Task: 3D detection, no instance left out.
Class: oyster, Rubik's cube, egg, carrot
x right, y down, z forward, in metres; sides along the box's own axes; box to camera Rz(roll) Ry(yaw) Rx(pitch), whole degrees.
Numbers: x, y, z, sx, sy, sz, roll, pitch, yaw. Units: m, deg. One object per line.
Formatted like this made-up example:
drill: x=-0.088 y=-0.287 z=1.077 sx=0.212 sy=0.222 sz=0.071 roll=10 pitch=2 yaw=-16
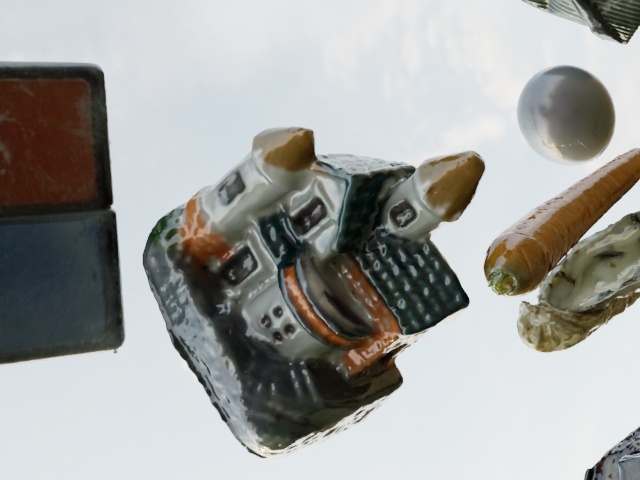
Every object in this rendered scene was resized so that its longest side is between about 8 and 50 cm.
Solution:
oyster: x=0.369 y=0.035 z=0.980 sx=0.094 sy=0.294 sz=0.166 roll=57 pitch=-159 yaw=-12
Rubik's cube: x=-0.411 y=-0.029 z=0.944 sx=0.313 sy=0.316 sz=0.318 roll=-5 pitch=-86 yaw=-25
egg: x=0.392 y=-0.196 z=1.346 sx=0.199 sy=0.146 sz=0.146 roll=31 pitch=-101 yaw=-45
carrot: x=0.235 y=-0.021 z=0.816 sx=0.271 sy=0.062 sz=0.066 roll=-33 pitch=-42 yaw=-37

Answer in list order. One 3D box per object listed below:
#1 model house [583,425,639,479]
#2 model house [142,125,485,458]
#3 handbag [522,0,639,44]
model house: x=0.257 y=0.218 z=0.574 sx=0.141 sy=0.164 sz=0.203 roll=4 pitch=-89 yaw=-17
model house: x=0.016 y=0.011 z=0.778 sx=0.301 sy=0.271 sz=0.190 roll=-41 pitch=-20 yaw=33
handbag: x=0.448 y=-0.488 z=1.390 sx=0.247 sy=0.341 sz=0.240 roll=-42 pitch=-29 yaw=-40
